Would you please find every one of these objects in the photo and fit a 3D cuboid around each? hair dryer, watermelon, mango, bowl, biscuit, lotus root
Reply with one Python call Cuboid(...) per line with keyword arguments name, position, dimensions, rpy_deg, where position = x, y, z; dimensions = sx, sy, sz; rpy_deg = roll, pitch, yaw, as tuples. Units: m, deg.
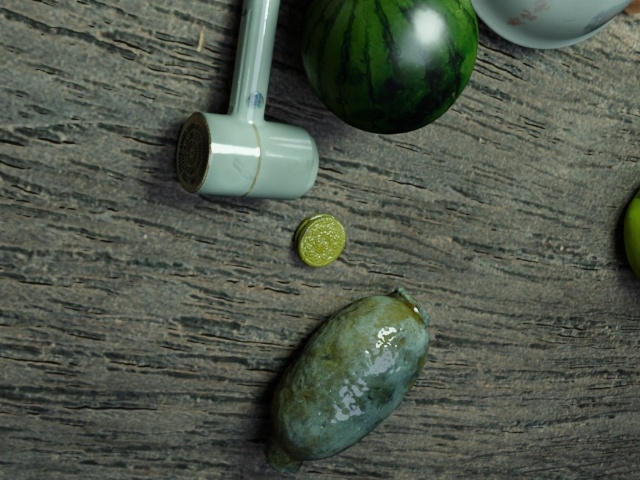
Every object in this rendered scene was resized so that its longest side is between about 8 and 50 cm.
Cuboid(name="hair dryer", position=(-0.076, -0.232, 1.241), dimensions=(0.173, 0.107, 0.357), rpy_deg=(2, 103, -34))
Cuboid(name="watermelon", position=(0.088, -0.260, 1.228), dimensions=(0.242, 0.242, 0.242), rpy_deg=(-12, 116, -26))
Cuboid(name="mango", position=(0.650, -0.001, 1.734), dimensions=(0.185, 0.149, 0.273), rpy_deg=(-26, 126, -21))
Cuboid(name="bowl", position=(0.370, -0.439, 1.328), dimensions=(0.345, 0.157, 0.345), rpy_deg=(-5, 106, -17))
Cuboid(name="biscuit", position=(0.000, 0.000, 1.419), dimensions=(0.084, 0.023, 0.084), rpy_deg=(-12, 116, -26))
Cuboid(name="lotus root", position=(0.038, 0.221, 1.454), dimensions=(0.349, 0.175, 0.175), rpy_deg=(-49, 126, -5))

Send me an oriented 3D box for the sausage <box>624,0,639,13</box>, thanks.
Cuboid(name="sausage", position=(0.471, -0.410, 1.501), dimensions=(0.169, 0.065, 0.065), rpy_deg=(12, 104, -34))
